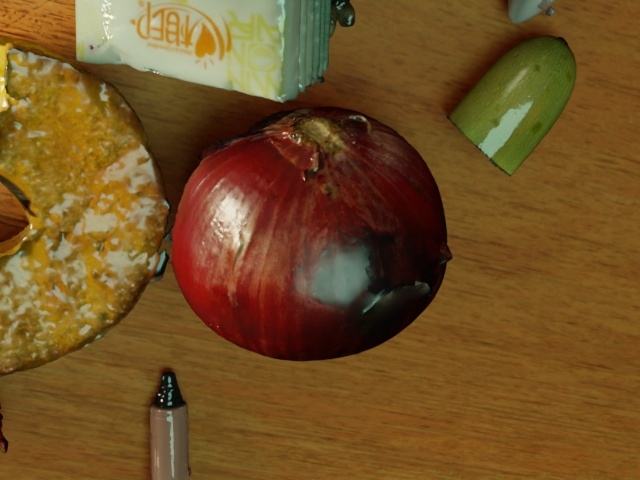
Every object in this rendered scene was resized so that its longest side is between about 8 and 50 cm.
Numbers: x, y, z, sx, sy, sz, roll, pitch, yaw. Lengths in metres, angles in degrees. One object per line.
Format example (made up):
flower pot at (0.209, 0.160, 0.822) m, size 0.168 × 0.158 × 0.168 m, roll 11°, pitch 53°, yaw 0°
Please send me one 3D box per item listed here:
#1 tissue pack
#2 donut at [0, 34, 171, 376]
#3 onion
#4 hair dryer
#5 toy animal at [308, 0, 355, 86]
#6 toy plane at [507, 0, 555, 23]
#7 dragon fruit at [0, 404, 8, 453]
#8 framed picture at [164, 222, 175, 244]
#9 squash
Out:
tissue pack at (-0.125, -0.372, 1.630) m, size 0.287 × 0.162 × 0.388 m, roll 14°, pitch 117°, yaw 22°
donut at (-0.398, -0.029, 1.775) m, size 0.435 × 0.163 × 0.378 m, roll -33°, pitch 121°, yaw -3°
onion at (0.003, -0.007, 1.807) m, size 0.341 × 0.341 × 0.341 m, roll -7°, pitch 116°, yaw -14°
hair dryer at (-0.192, 0.341, 2.052) m, size 0.189 × 0.107 × 0.344 m, roll -4°, pitch 109°, yaw -16°
toy animal at (-0.035, -0.281, 1.805) m, size 0.214 × 0.094 × 0.186 m, roll -2°, pitch 107°, yaw -7°
toy plane at (0.315, -0.379, 1.860) m, size 0.251 × 0.101 × 0.255 m, roll 21°, pitch 107°, yaw -36°
dragon fruit at (-0.475, 0.195, 1.878) m, size 0.207 × 0.133 × 0.150 m, roll 33°, pitch 75°, yaw -11°
framed picture at (-0.153, -0.021, 1.937) m, size 0.066 × 0.007 × 0.089 m, roll 33°, pitch 101°, yaw -27°
squash at (0.262, -0.186, 1.928) m, size 0.123 × 0.123 × 0.187 m, roll 40°, pitch 94°, yaw -28°
